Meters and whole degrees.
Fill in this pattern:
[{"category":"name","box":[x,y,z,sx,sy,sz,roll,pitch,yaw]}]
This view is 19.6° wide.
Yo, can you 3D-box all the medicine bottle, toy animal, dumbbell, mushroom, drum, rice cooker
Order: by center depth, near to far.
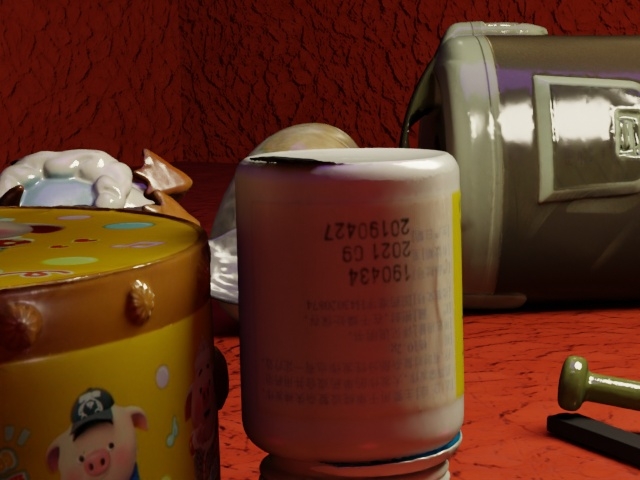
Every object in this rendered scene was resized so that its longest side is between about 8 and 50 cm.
[{"category":"drum","box":[-0.268,0.106,1.137,0.431,0.214,0.431,-1,8,0]},{"category":"medicine bottle","box":[0.019,0.073,1.163,0.143,0.258,0.143,0,6,0]},{"category":"dumbbell","box":[0.249,0.124,1.489,0.118,0.046,0.052,10,-3,11]},{"category":"toy animal","box":[-0.187,0.005,1.793,0.185,0.122,0.298,-38,-37,29]},{"category":"toy animal","box":[-0.262,0.027,1.945,0.204,0.208,0.156,0,44,-6]},{"category":"mushroom","box":[0.000,0.000,2.025,0.243,0.243,0.243,-1,7,0]},{"category":"rice cooker","box":[0.252,-0.087,2.134,0.325,0.335,0.335,0,7,-3]}]

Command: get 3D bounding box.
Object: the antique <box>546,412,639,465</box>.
[{"category":"antique","box":[0.235,0.157,1.420,0.031,0.015,0.192,-1,7,-24]}]
